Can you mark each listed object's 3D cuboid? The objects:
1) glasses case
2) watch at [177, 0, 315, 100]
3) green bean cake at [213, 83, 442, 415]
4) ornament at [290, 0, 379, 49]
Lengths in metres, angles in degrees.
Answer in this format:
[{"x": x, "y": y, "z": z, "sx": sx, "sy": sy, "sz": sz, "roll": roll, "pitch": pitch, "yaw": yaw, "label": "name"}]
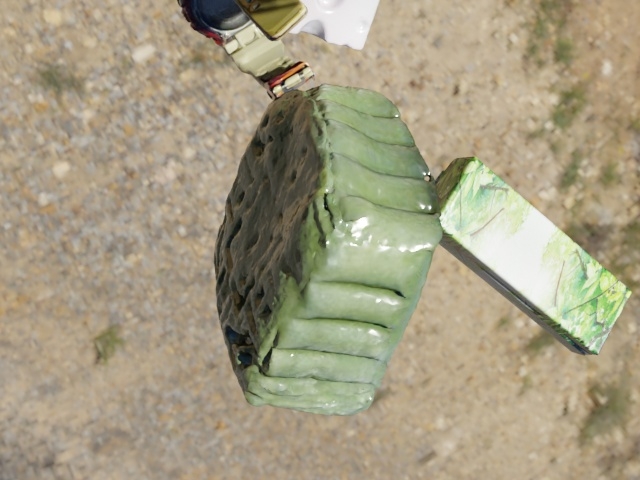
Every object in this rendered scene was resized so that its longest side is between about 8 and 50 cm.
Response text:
[{"x": 0.233, "y": 0.021, "z": 1.357, "sx": 0.272, "sy": 0.062, "sz": 0.095, "roll": 38, "pitch": 74, "yaw": -22, "label": "glasses case"}, {"x": -0.064, "y": -0.222, "z": 1.221, "sx": 0.102, "sy": 0.268, "sz": 0.165, "roll": -33, "pitch": 133, "yaw": -5, "label": "watch"}, {"x": 0.000, "y": 0.000, "z": 0.955, "sx": 0.125, "sy": 0.222, "sz": 0.227, "roll": 12, "pitch": 127, "yaw": -21, "label": "green bean cake"}, {"x": -0.045, "y": -0.422, "z": 1.568, "sx": 0.240, "sy": 0.240, "sz": 0.239, "roll": 11, "pitch": 113, "yaw": -22, "label": "ornament"}]
